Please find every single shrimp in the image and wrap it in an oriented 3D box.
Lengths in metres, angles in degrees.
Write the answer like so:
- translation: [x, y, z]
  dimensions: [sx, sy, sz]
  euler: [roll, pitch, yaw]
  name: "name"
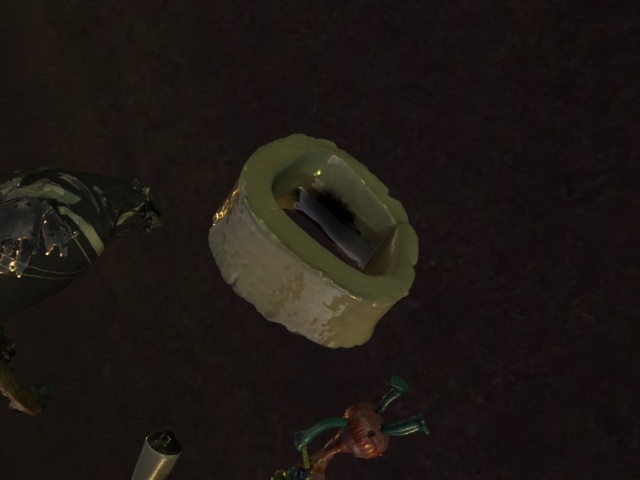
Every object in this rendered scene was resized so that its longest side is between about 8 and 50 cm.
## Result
- translation: [-0.405, 0.155, 0.951]
  dimensions: [0.178, 0.075, 0.289]
  euler: [45, 154, 11]
  name: "shrimp"

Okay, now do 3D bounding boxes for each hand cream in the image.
- translation: [-0.257, 0.359, 1.106]
  dimensions: [0.054, 0.087, 0.186]
  euler: [29, 105, 12]
  name: "hand cream"

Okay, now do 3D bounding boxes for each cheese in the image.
- translation: [0.003, -0.003, 1.204]
  dimensions: [0.332, 0.292, 0.153]
  euler: [46, 131, 8]
  name: "cheese"

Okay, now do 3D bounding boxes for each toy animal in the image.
- translation: [0.028, 0.245, 0.902]
  dimensions: [0.103, 0.208, 0.100]
  euler: [56, -178, -30]
  name: "toy animal"

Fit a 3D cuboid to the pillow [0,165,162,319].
- translation: [-0.262, 0.026, 0.463]
  dimensions: [0.161, 0.335, 0.092]
  euler: [24, 133, 65]
  name: "pillow"
